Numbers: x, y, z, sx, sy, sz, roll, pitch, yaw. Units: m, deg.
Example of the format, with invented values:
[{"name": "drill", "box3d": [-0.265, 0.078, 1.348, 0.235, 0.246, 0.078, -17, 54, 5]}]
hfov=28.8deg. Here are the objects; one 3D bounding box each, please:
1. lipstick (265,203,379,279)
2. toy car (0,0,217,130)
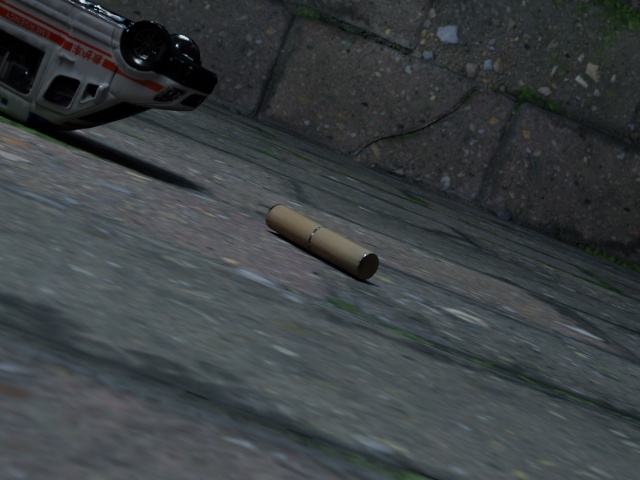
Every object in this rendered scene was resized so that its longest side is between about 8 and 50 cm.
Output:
[{"name": "lipstick", "box3d": [0.000, 0.000, 0.762, 0.019, 0.019, 0.094, 16, 9, -43]}, {"name": "toy car", "box3d": [-0.179, -0.125, 0.858, 0.210, 0.108, 0.089, 27, 4, 7]}]
